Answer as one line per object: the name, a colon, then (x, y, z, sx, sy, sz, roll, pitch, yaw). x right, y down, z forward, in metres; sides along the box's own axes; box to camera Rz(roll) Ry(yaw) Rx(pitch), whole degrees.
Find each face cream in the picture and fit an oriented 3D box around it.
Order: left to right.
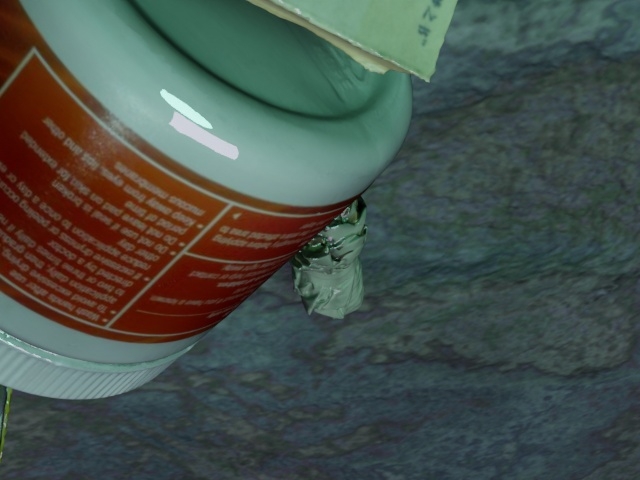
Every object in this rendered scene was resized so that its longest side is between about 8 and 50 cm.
face cream: (-0.088, -0.058, 0.590, 0.201, 0.201, 0.187, 16, 135, -38)

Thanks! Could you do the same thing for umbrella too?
umbrella: (0.000, 0.000, 0.830, 0.062, 0.067, 0.143, 12, 154, 12)

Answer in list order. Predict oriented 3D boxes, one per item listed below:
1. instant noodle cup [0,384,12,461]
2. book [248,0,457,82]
instant noodle cup: (-0.247, 0.061, 0.712, 0.153, 0.205, 0.205, 6, 141, -16)
book: (-0.045, -0.195, 0.407, 0.289, 0.026, 0.201, 22, 89, -31)
